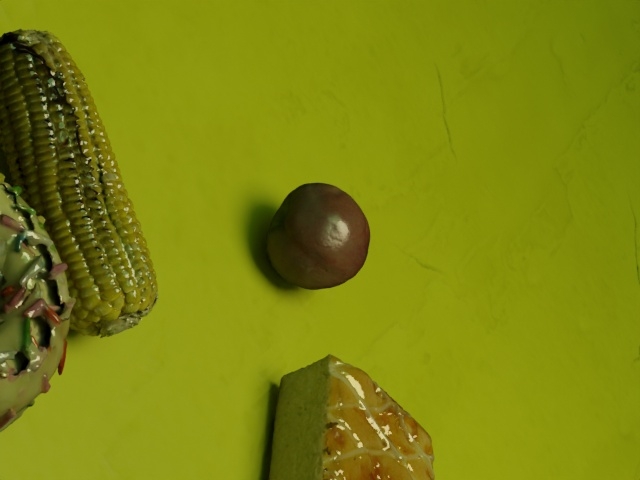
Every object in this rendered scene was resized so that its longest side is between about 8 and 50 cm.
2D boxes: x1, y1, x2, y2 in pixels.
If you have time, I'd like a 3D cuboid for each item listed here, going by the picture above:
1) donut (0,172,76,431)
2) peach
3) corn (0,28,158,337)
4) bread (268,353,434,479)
[{"bbox_3d":[-0.204,0.027,0.744,0.174,0.068,0.174,34,43,-39],"label":"donut"},{"bbox_3d":[0.000,-0.002,1.038,0.083,0.083,0.083,33,45,-40],"label":"peach"},{"bbox_3d":[-0.158,-0.038,0.853,0.072,0.072,0.203,-8,75,-56],"label":"corn"},{"bbox_3d":[0.023,0.191,0.954,0.125,0.068,0.188,39,41,-35],"label":"bread"}]
